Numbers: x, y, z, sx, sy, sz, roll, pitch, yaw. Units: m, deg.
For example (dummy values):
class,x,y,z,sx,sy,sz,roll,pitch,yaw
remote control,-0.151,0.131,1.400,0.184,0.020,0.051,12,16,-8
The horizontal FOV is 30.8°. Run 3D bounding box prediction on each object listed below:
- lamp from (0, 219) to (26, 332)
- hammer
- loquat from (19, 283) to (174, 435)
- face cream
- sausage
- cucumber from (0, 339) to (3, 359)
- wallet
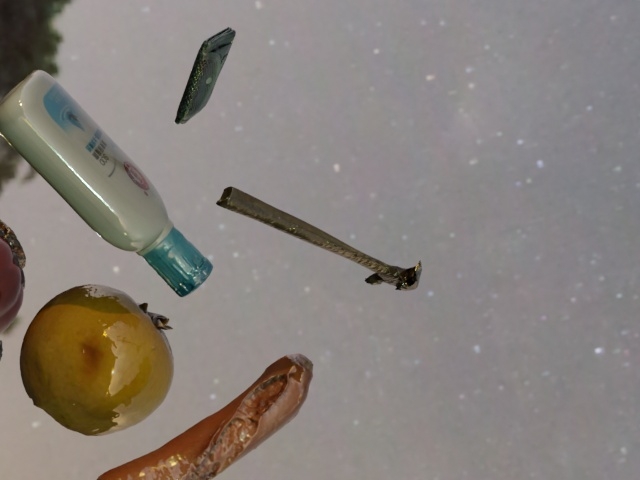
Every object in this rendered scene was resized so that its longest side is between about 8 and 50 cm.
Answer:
class,x,y,z,sx,sy,sz,roll,pitch,yaw
lamp,-0.546,0.053,1.719,0.227,0.227,0.226,166,-90,-68
hammer,0.000,0.001,1.367,0.125,0.297,0.027,-7,-117,51
loquat,-0.297,0.159,1.565,0.208,0.208,0.208,166,-90,-68
face cream,-0.268,-0.064,1.468,0.336,0.080,0.163,48,13,-16
sausage,-0.137,0.254,1.477,0.079,0.327,0.087,27,-37,55
cucumber,-0.656,0.352,2.157,0.096,0.096,0.359,-159,-103,-64
wallet,-0.155,-0.221,1.571,0.026,0.088,0.129,30,-60,6
